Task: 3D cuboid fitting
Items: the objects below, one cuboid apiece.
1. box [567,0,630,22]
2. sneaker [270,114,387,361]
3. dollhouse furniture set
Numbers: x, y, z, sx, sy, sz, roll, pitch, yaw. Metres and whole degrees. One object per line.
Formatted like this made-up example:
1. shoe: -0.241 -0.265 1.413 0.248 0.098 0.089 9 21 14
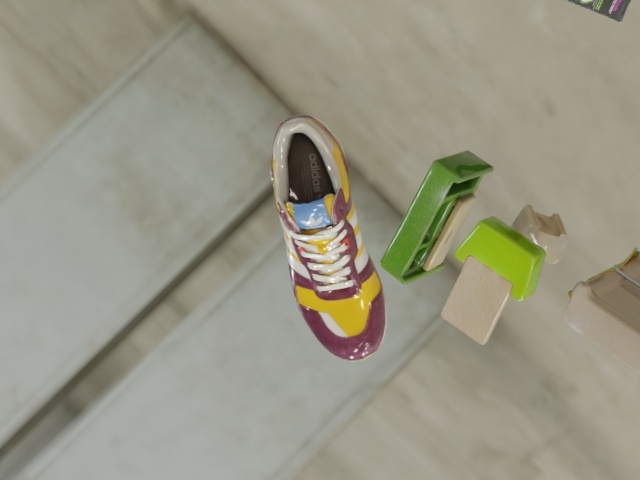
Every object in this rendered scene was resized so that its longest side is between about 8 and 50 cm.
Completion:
1. box: 0.207 -0.216 1.425 0.083 0.052 0.062 21 -164 -7
2. sneaker: 0.000 0.000 1.316 0.084 0.069 0.185 7 -114 -81
3. dollhouse furniture set: 0.100 0.026 0.774 0.151 0.059 0.076 35 -152 21
